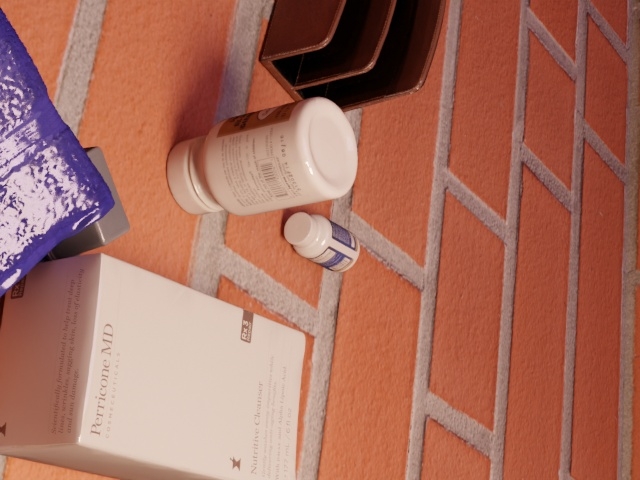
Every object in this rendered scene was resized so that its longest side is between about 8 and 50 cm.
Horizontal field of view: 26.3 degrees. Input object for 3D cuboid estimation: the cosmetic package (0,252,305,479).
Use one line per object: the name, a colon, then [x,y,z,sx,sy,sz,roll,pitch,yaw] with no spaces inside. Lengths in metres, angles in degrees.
cosmetic package: [-0.191,0.169,1.587,0.385,0.156,0.217,25,63,-53]

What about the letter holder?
letter holder: [0.064,-0.362,2.068,0.152,0.214,0.302,45,46,-42]

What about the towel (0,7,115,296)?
towel: [-0.373,-0.096,1.405,0.228,0.076,0.308,-41,121,-26]

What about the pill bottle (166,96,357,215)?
pill bottle: [-0.079,-0.101,1.763,0.131,0.229,0.131,21,64,-53]

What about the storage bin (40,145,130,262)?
storage bin: [-0.285,-0.043,1.561,0.098,0.091,0.135,-38,112,-54]

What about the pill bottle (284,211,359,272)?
pill bottle: [0.000,0.000,2.008,0.120,0.067,0.067,29,58,-51]
